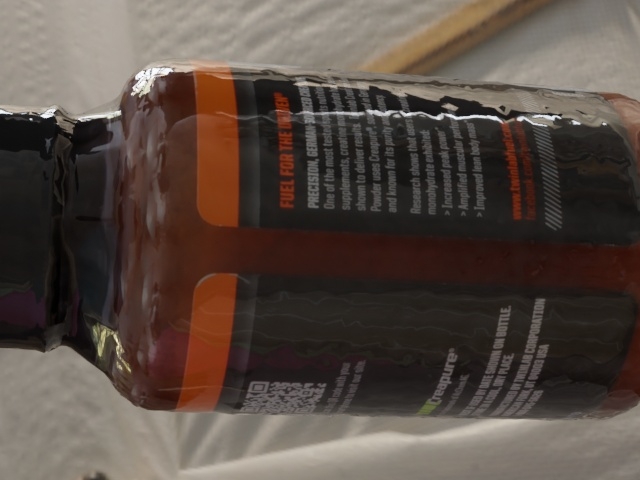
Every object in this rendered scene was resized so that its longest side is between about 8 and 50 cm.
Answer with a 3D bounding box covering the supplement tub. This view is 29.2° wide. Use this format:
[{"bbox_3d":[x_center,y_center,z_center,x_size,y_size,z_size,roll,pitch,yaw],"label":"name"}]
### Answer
[{"bbox_3d":[0.000,0.000,0.367,0.106,0.198,0.106,-177,-90,-77],"label":"supplement tub"}]
